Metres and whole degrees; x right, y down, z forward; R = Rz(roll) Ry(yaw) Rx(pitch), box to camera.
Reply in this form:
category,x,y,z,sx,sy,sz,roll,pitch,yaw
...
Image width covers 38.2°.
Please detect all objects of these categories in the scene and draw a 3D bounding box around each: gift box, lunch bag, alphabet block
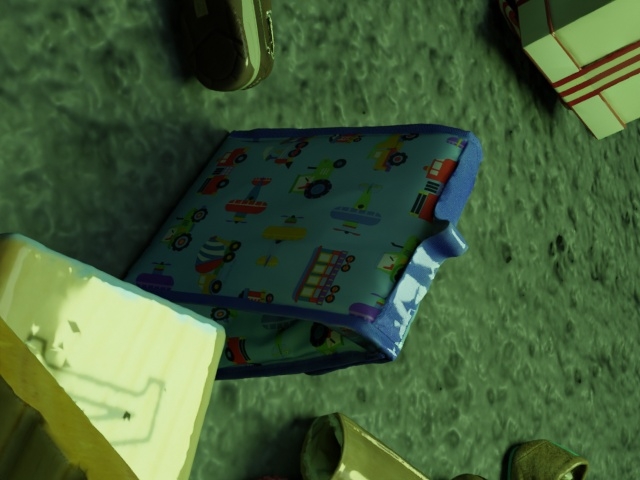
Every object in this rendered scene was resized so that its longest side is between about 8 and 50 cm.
category,x,y,z,sx,sy,sz,roll,pitch,yaw
gift box,0.420,-0.329,1.322,0.255,0.258,0.276,42,38,-33
lunch bag,0.000,0.000,0.807,0.138,0.293,0.221,51,53,-29
alphabet block,-0.211,0.126,0.649,0.193,0.192,0.197,29,64,-39

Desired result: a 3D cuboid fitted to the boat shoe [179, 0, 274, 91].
category,x,y,z,sx,sy,sz,roll,pitch,yaw
boat shoe,-0.096,-0.274,0.896,0.095,0.095,0.257,-20,107,-60

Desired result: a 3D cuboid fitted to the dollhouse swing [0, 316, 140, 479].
category,x,y,z,sx,sy,sz,roll,pitch,yaw
dollhouse swing,-0.280,0.196,0.372,0.315,0.347,0.304,-12,132,-47

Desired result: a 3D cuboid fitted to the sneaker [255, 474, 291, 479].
category,x,y,z,sx,sy,sz,roll,pitch,yaw
sneaker,0.016,0.359,0.920,0.112,0.121,0.299,-37,108,-13

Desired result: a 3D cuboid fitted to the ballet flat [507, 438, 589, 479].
category,x,y,z,sx,sy,sz,roll,pitch,yaw
ballet flat,0.302,0.434,1.200,0.116,0.124,0.342,22,70,-43

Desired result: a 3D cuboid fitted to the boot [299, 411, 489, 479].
category,x,y,z,sx,sy,sz,roll,pitch,yaw
boot,0.099,0.268,1.009,0.269,0.236,0.089,38,96,-15
